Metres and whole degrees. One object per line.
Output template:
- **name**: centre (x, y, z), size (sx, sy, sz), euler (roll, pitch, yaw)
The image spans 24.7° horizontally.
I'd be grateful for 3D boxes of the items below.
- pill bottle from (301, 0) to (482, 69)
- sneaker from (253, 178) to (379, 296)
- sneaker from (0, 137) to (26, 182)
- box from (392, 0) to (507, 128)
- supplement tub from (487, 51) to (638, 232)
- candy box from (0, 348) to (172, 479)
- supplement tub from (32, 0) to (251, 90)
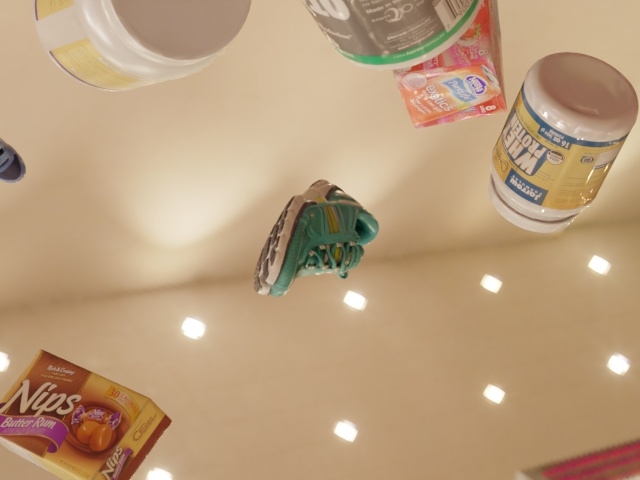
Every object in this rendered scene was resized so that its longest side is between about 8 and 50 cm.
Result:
- **pill bottle**: centre (0.032, -0.361, 1.577), size (0.204, 0.204, 0.361), euler (50, 180, 38)
- **sneaker**: centre (0.000, 0.000, 1.794), size (0.110, 0.107, 0.275), euler (31, -152, 7)
- **sneaker**: centre (-0.474, -0.131, 2.081), size (0.144, 0.053, 0.059), euler (49, 175, -31)
- **box**: centre (0.195, -0.339, 2.234), size (0.154, 0.142, 0.299), euler (-9, -123, 14)
- **supplement tub**: centre (0.297, -0.120, 1.826), size (0.144, 0.199, 0.144), euler (9, -134, -9)
- **candy box**: centre (-0.259, 0.193, 1.543), size (0.187, 0.053, 0.109), euler (19, -116, 39)
- **supplement tub**: centre (-0.252, -0.339, 2.055), size (0.241, 0.241, 0.331), euler (9, 178, -26)
